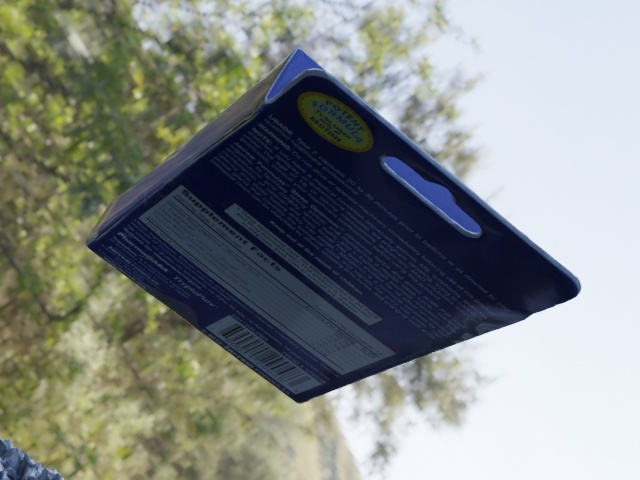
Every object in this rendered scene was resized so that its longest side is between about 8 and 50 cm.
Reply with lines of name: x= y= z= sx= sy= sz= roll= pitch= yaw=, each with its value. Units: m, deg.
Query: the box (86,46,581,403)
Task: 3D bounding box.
box: x=0.000 y=0.000 z=0.566 sx=0.136 sy=0.036 sz=0.225 roll=39 pitch=-31 yaw=-15

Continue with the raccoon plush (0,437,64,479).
raccoon plush: x=-0.199 y=0.041 z=0.583 sx=0.299 sy=0.216 sz=0.446 roll=-1 pitch=93 yaw=-65
